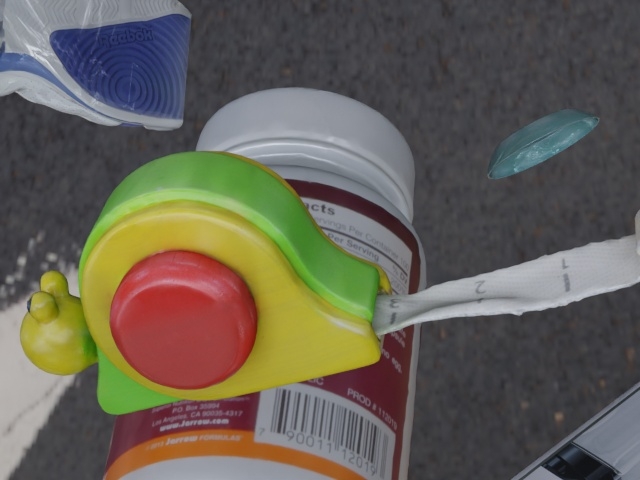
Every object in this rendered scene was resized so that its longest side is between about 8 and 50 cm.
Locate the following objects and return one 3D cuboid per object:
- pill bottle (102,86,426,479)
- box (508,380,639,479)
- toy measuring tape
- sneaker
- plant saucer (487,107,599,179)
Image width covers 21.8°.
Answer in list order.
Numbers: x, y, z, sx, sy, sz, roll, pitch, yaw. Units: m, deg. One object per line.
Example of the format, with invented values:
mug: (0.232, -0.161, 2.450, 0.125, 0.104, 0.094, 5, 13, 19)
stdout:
pill bottle: (-0.034, 0.084, 1.297, 0.224, 0.392, 0.224, 5, 141, 4)
box: (0.261, 0.178, 1.135, 0.290, 0.169, 0.087, -30, 134, -31)
toy measuring tape: (0.000, 0.000, 0.788, 0.330, 0.121, 0.121, -15, 126, 16)
sneaker: (-0.274, -0.172, 1.374, 0.315, 0.182, 0.127, 10, 86, -26)
plant saucer: (0.208, -0.096, 1.587, 0.119, 0.119, 0.021, -30, 79, 21)
